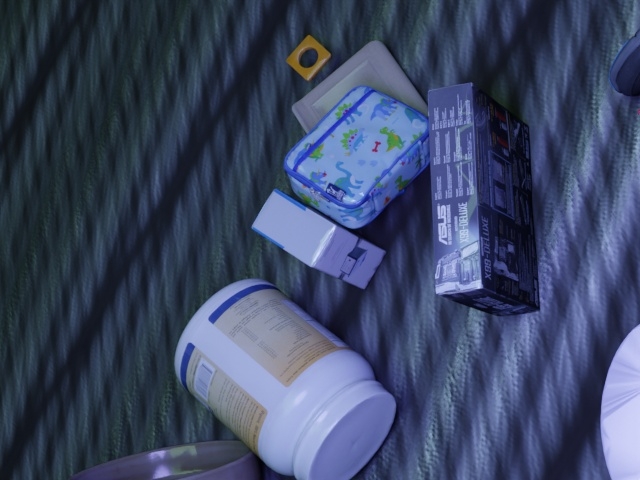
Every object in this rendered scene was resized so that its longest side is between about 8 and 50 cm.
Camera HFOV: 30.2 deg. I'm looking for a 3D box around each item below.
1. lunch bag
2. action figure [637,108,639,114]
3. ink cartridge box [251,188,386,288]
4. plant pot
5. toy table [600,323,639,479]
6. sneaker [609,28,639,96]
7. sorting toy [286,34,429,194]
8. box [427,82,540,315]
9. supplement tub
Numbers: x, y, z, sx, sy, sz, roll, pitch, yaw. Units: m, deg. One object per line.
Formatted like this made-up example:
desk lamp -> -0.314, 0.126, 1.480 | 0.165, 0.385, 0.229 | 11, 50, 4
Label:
lunch bag -> 0.059, -0.137, 1.897 | 0.176, 0.090, 0.219 | 35, 70, 29
action figure -> 0.527, -0.180, 1.761 | 0.115, 0.030, 0.038 | 17, 94, 34
ink cartridge box -> 0.000, 0.000, 1.933 | 0.140, 0.191, 0.082 | 32, 95, 31
plant pot -> -0.234, 0.497, 1.923 | 0.323, 0.323, 0.280 | -11, 90, 28
toy table -> 0.488, 0.247, 1.615 | 0.252, 0.161, 0.274 | 10, 84, 32
sneaker -> 0.580, -0.284, 1.696 | 0.341, 0.125, 0.139 | -28, 72, 25
sorting toy -> 0.071, -0.220, 2.024 | 0.196, 0.047, 0.347 | -36, 66, 11
box -> 0.247, -0.053, 1.772 | 0.077, 0.242, 0.307 | -8, 76, 29
supplement tub -> -0.057, 0.231, 1.895 | 0.316, 0.228, 0.228 | 38, 99, 31
